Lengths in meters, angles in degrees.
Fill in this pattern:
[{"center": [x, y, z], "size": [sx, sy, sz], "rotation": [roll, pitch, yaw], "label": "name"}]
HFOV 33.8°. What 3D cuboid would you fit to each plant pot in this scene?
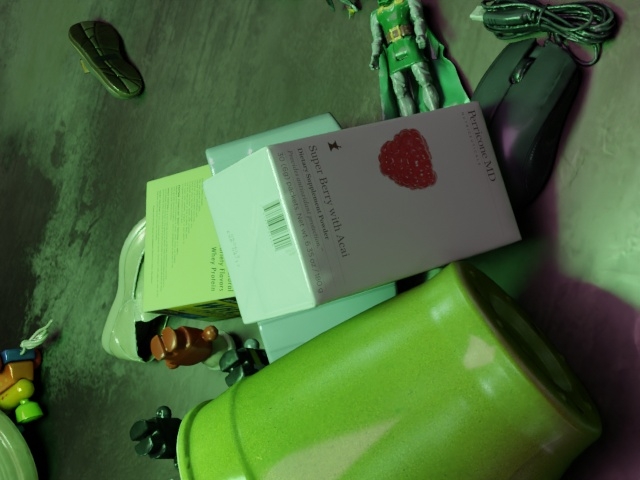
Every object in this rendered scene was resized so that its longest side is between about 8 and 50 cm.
[{"center": [0.097, 0.218, 1.148], "size": [0.353, 0.366, 0.366], "rotation": [-42, 55, 15], "label": "plant pot"}, {"center": [-0.607, 0.407, 1.828], "size": [0.237, 0.110, 0.237], "rotation": [14, 114, 33], "label": "plant pot"}]

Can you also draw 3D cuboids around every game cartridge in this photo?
[{"center": [-0.012, -0.004, 1.351], "size": [0.198, 0.062, 0.297], "rotation": [-17, 92, 5], "label": "game cartridge"}]

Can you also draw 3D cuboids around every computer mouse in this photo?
[{"center": [0.228, -0.167, 1.266], "size": [0.188, 0.072, 0.272], "rotation": [18, 94, 42], "label": "computer mouse"}]

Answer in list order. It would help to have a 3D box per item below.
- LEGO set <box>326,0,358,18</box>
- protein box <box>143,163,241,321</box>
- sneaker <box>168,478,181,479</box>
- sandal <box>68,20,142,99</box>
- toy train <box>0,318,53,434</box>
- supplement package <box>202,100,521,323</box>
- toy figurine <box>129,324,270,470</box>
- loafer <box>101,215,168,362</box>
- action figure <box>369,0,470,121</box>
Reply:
[{"center": [-0.077, -0.457, 1.476], "size": [0.331, 0.255, 0.192], "rotation": [31, 75, 30], "label": "LEGO set"}, {"center": [-0.139, 0.004, 1.521], "size": [0.201, 0.136, 0.200], "rotation": [-12, 73, 41], "label": "protein box"}, {"center": [-0.172, 0.373, 1.506], "size": [0.211, 0.080, 0.081], "rotation": [-12, 39, 38], "label": "sneaker"}, {"center": [-0.382, -0.312, 1.859], "size": [0.219, 0.090, 0.060], "rotation": [52, 138, 28], "label": "sandal"}, {"center": [-0.526, 0.256, 1.854], "size": [0.248, 0.105, 0.143], "rotation": [-34, 71, 33], "label": "toy train"}, {"center": [0.048, -0.034, 1.204], "size": [0.175, 0.293, 0.177], "rotation": [-21, 86, 59], "label": "supplement package"}, {"center": [-0.141, 0.231, 1.481], "size": [0.209, 0.148, 0.213], "rotation": [9, 86, 37], "label": "toy figurine"}, {"center": [-0.263, 0.078, 1.650], "size": [0.092, 0.102, 0.268], "rotation": [31, 116, 27], "label": "loafer"}, {"center": [0.112, -0.245, 1.391], "size": [0.137, 0.063, 0.232], "rotation": [-21, 71, 25], "label": "action figure"}]
